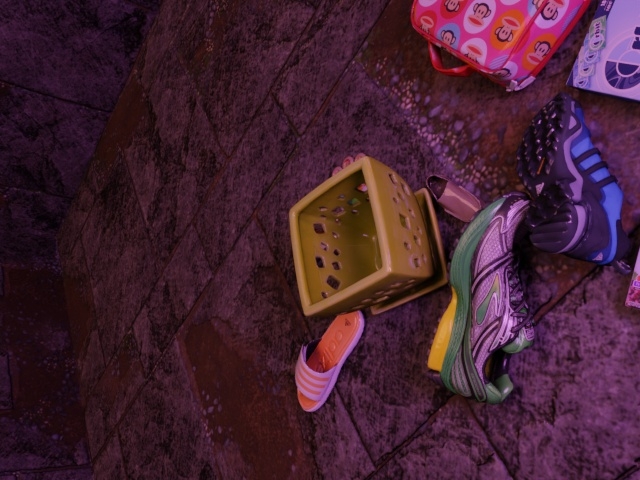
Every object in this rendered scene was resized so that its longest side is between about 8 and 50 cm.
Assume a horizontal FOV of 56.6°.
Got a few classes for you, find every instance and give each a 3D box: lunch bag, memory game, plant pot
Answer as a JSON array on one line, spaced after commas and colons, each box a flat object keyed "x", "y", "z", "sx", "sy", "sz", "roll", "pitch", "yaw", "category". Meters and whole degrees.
[{"x": 0.292, "y": -0.402, "z": 1.037, "sx": 0.258, "sy": 0.120, "sz": 0.293, "roll": -58, "pitch": 44, "yaw": 24, "category": "lunch bag"}, {"x": 0.070, "y": -0.103, "z": 1.314, "sx": 0.186, "sy": 0.012, "sz": 0.186, "roll": -16, "pitch": 69, "yaw": 48, "category": "memory game"}, {"x": 0.099, "y": 0.011, "z": 1.097, "sx": 0.228, "sy": 0.207, "sz": 0.227, "roll": -32, "pitch": 57, "yaw": 42, "category": "plant pot"}]

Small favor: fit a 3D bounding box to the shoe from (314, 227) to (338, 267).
[{"x": 0.000, "y": 0.000, "z": 1.329, "sx": 0.178, "sy": 0.063, "sz": 0.081, "roll": -40, "pitch": 58, "yaw": 43, "category": "shoe"}]

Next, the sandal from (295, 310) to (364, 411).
[{"x": -0.003, "y": 0.244, "z": 1.263, "sx": 0.102, "sy": 0.076, "sz": 0.265, "roll": 46, "pitch": 116, "yaw": 46, "category": "sandal"}]

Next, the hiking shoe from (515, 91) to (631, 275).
[{"x": 0.373, "y": -0.088, "z": 0.879, "sx": 0.113, "sy": 0.132, "sz": 0.304, "roll": -47, "pitch": 25, "yaw": 52, "category": "hiking shoe"}]

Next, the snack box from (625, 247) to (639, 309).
[{"x": 0.471, "y": 0.032, "z": 0.778, "sx": 0.100, "sy": 0.037, "sz": 0.141, "roll": 17, "pitch": 93, "yaw": 50, "category": "snack box"}]

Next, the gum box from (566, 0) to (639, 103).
[{"x": 0.460, "y": -0.277, "z": 0.841, "sx": 0.184, "sy": 0.041, "sz": 0.157, "roll": 41, "pitch": 118, "yaw": 55, "category": "gum box"}]

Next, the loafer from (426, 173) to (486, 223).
[{"x": 0.240, "y": -0.074, "z": 1.072, "sx": 0.148, "sy": 0.050, "sz": 0.056, "roll": 45, "pitch": 115, "yaw": 46, "category": "loafer"}]

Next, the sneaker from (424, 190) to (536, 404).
[{"x": 0.284, "y": 0.092, "z": 0.938, "sx": 0.146, "sy": 0.134, "sz": 0.344, "roll": 21, "pitch": 106, "yaw": 44, "category": "sneaker"}]
